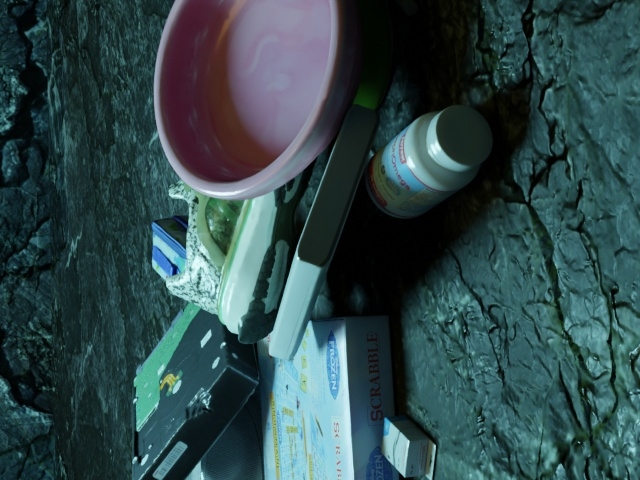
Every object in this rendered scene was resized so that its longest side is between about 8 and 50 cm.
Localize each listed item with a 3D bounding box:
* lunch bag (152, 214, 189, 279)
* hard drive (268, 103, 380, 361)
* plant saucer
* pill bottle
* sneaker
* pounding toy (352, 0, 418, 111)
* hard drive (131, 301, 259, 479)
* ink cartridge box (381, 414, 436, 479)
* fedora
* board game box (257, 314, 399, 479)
[{"bbox_3d":[-0.146,0.024,1.967,0.219,0.176,0.090,-145,55,-63],"label":"lunch bag"},{"bbox_3d":[0.000,0.000,1.603,0.307,0.040,0.203,109,-179,-65],"label":"hard drive"},{"bbox_3d":[-0.065,-0.207,1.601,0.332,0.084,0.332,-12,73,45],"label":"plant saucer"},{"bbox_3d":[0.116,-0.084,1.444,0.160,0.087,0.087,142,122,-63],"label":"pill bottle"},{"bbox_3d":[-0.117,-0.080,1.769,0.158,0.182,0.410,-9,-68,-69],"label":"sneaker"},{"bbox_3d":[0.010,-0.253,1.651,0.237,0.110,0.183,113,146,-46],"label":"pounding toy"},{"bbox_3d":[-0.190,0.206,2.016,0.237,0.064,0.339,-52,20,13],"label":"hard drive"},{"bbox_3d":[0.102,0.243,1.588,0.083,0.028,0.048,-143,53,-61],"label":"ink cartridge box"},{"bbox_3d":[-0.139,0.339,2.050,0.244,0.124,0.275,-135,47,-58],"label":"fedora"},{"bbox_3d":[0.006,0.260,1.771,0.318,0.066,0.318,169,98,-67],"label":"board game box"}]
